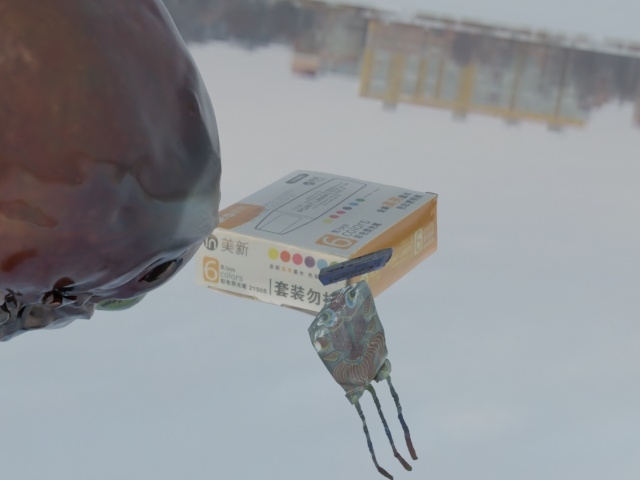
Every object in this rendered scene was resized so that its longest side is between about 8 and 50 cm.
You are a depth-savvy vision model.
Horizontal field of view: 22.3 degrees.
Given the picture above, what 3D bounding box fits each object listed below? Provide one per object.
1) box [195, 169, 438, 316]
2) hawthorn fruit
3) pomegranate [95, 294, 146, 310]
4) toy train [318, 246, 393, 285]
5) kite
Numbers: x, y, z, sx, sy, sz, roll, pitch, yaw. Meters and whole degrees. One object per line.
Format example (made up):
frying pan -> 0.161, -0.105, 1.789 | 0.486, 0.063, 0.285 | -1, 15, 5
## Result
box -> 0.000, 0.000, 2.030 | 0.221, 0.091, 0.274 | 10, -158, 23
hawthorn fruit -> -0.227, -0.081, 1.122 | 0.308, 0.324, 0.308 | -3, 149, -2
pomegranate -> -0.231, 0.016, 1.654 | 0.142, 0.114, 0.114 | 6, -175, 38
toy train -> 0.038, 0.027, 1.630 | 0.083, 0.017, 0.017 | -18, -156, 23
kite -> 0.051, 0.162, 1.820 | 0.016, 0.229, 0.127 | -11, -166, 43
